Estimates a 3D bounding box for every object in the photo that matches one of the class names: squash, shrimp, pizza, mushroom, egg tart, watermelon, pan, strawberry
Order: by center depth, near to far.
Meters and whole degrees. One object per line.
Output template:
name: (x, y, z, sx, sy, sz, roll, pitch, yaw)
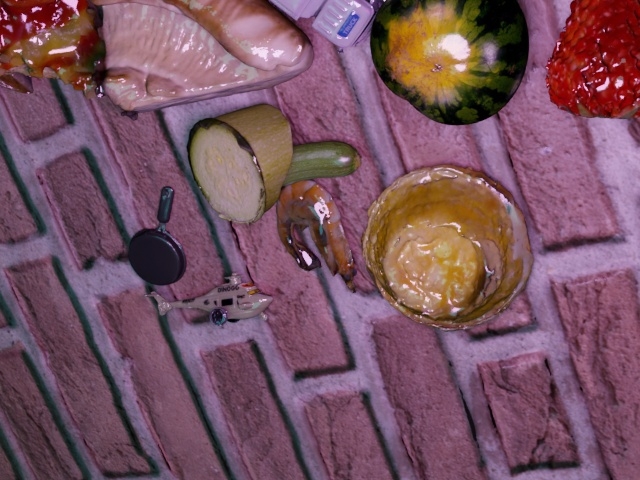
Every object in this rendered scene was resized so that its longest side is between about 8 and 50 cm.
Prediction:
strawberry: (0.463, -0.321, 1.613, 0.205, 0.205, 0.245, 4, 102, 17)
watermelon: (0.216, -0.326, 1.656, 0.268, 0.269, 0.269, 7, 114, 16)
mushroom: (-0.213, -0.400, 1.811, 0.397, 0.224, 0.314, -6, 96, 13)
egg tart: (0.228, 0.028, 1.871, 0.345, 0.132, 0.346, 7, 113, 18)
pizza: (-0.537, -0.431, 1.878, 0.406, 0.130, 0.440, 35, 85, -23)
squash: (-0.148, -0.143, 1.900, 0.220, 0.133, 0.220, 20, 120, 38)
squash: (-0.025, -0.148, 1.910, 0.219, 0.068, 0.077, -10, 86, 23)
shrimp: (-0.016, 0.001, 1.980, 0.145, 0.059, 0.254, -10, 108, 25)
pan: (-0.342, -0.006, 2.101, 0.136, 0.028, 0.235, 18, 117, 10)

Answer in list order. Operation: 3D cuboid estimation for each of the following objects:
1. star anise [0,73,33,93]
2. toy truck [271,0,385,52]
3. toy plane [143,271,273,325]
star anise: (-0.685, -0.422, 1.990, 0.315, 0.108, 0.316, 4, 106, 15)
toy truck: (-0.021, -0.446, 1.733, 0.268, 0.155, 0.124, 37, 118, 0)
toy plane: (-0.232, 0.128, 2.094, 0.286, 0.092, 0.108, -8, 88, 21)
